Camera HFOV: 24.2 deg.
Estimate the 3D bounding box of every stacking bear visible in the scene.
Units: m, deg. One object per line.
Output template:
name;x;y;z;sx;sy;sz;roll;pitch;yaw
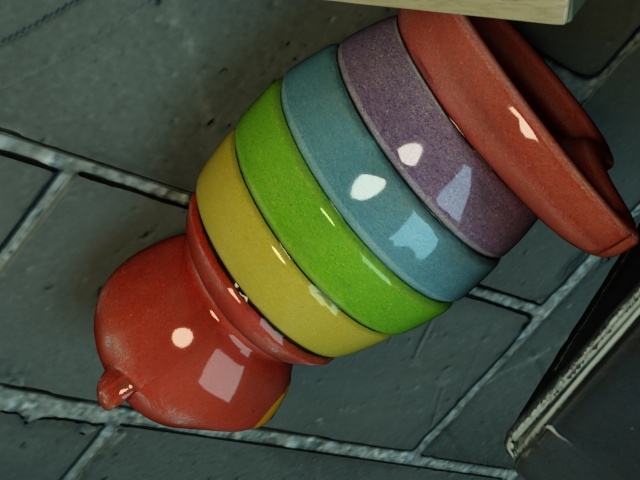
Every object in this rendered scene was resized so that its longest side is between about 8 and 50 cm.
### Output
stacking bear;0.000;0.000;0.807;0.289;0.175;0.164;-37;106;18

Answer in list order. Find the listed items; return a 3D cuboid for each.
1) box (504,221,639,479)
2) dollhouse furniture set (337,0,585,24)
box;0.386;-0.080;0.701;0.480;0.297;0.472;-49;174;-39
dollhouse furniture set;0.056;-0.277;0.581;0.174;0.303;0.355;-46;141;-69
